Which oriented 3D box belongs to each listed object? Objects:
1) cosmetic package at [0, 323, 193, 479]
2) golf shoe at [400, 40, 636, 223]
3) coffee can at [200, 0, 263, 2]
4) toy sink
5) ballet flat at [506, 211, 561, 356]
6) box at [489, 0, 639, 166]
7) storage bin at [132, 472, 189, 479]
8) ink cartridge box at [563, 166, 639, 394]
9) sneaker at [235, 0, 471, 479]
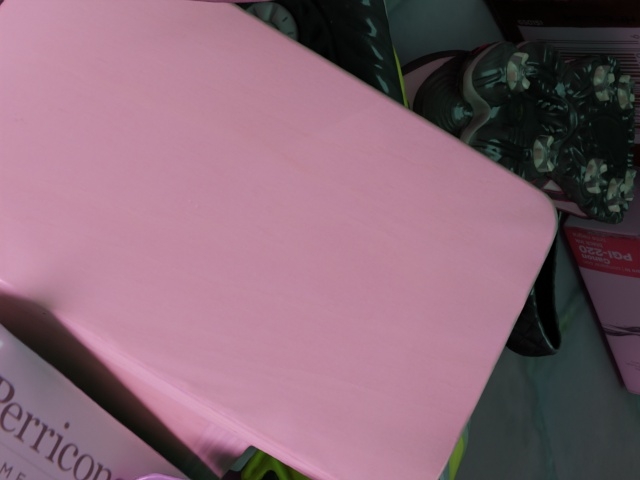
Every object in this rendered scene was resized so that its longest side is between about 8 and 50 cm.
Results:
[{"bbox_3d":[-0.193,0.229,0.514,0.217,0.156,0.385,46,61,-45],"label":"cosmetic package"},{"bbox_3d":[0.123,-0.073,0.902,0.273,0.120,0.105,12,82,-56],"label":"golf shoe"},{"bbox_3d":[-0.094,-0.178,0.420,0.201,0.275,0.202,-8,104,-34],"label":"coffee can"},{"bbox_3d":[-0.047,0.007,0.585,0.153,0.234,0.131,-61,-178,-25],"label":"toy sink"},{"bbox_3d":[0.165,-0.001,1.021,0.057,0.049,0.173,3,95,-54],"label":"ballet flat"},{"bbox_3d":[0.282,-0.257,1.051,0.191,0.143,0.381,52,55,-44],"label":"box"},{"bbox_3d":[-0.030,0.163,0.520,0.091,0.098,0.135,31,71,-62],"label":"storage bin"},{"bbox_3d":[0.294,0.010,1.158,0.159,0.092,0.218,-57,135,-29],"label":"ink cartridge box"},{"bbox_3d":[0.000,0.000,0.762,0.147,0.145,0.385,-59,146,-58],"label":"sneaker"}]
